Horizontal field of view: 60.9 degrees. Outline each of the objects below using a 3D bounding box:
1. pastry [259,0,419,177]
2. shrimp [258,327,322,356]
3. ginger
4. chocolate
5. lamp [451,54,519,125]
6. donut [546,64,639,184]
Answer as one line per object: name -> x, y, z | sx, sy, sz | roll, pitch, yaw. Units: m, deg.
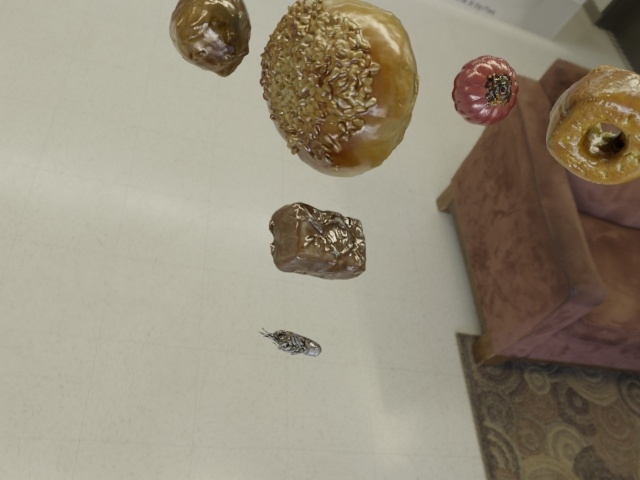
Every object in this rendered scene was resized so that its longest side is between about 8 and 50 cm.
pastry -> 0.021, -0.330, 1.177 | 0.245, 0.409, 0.410 | -15, 65, -36
shrimp -> -0.077, 0.252, 1.346 | 0.165, 0.057, 0.065 | 11, 7, 0
ginger -> -0.281, -0.588, 1.461 | 0.223, 0.200, 0.269 | 25, 78, 34
chocolate -> 0.000, 0.000, 1.168 | 0.214, 0.093, 0.149 | 13, 62, -39
lamp -> 0.258, -0.234, 0.854 | 0.107, 0.092, 0.108 | -5, 104, -20
donut -> 0.544, -0.212, 1.030 | 0.226, 0.226, 0.114 | 36, 58, 1
